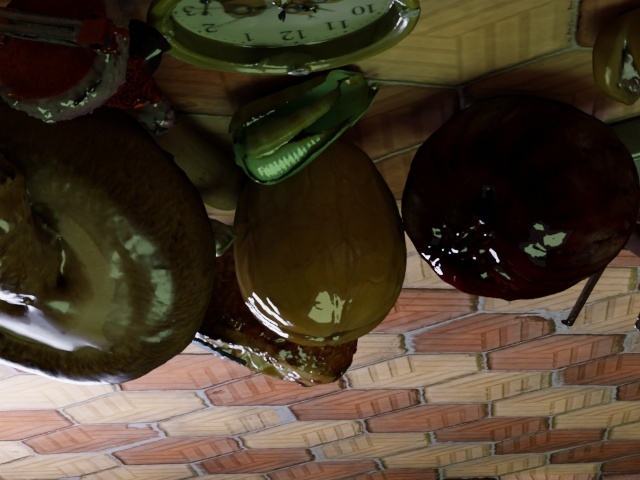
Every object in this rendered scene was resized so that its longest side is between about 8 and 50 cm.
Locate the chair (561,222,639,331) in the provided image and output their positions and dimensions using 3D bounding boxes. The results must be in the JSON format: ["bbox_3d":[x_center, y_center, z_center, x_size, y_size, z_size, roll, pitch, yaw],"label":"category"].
[{"bbox_3d":[0.475,0.010,2.420,0.175,0.183,0.326,9,112,-40],"label":"chair"}]

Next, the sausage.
[{"bbox_3d":[-0.140,-0.089,1.945,0.066,0.066,0.301,-12,160,16],"label":"sausage"}]

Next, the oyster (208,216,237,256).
[{"bbox_3d":[-0.247,-0.030,2.023,0.354,0.107,0.201,10,164,17],"label":"oyster"}]

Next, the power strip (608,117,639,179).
[{"bbox_3d":[0.404,-0.116,2.092,0.272,0.052,0.078,-17,160,25],"label":"power strip"}]

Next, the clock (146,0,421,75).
[{"bbox_3d":[-0.033,-0.205,1.628,0.237,0.057,0.237,-4,163,-1],"label":"clock"}]

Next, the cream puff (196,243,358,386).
[{"bbox_3d":[-0.059,0.085,2.339,0.240,0.164,0.240,14,164,4],"label":"cream puff"}]

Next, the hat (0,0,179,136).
[{"bbox_3d":[-0.175,-0.143,1.627,0.140,0.129,0.227,-12,160,24],"label":"hat"}]

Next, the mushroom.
[{"bbox_3d":[-0.257,-0.006,1.801,0.239,0.345,0.345,-39,176,-26],"label":"mushroom"}]

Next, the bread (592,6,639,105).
[{"bbox_3d":[0.365,-0.186,1.801,0.225,0.081,0.134,-16,159,28],"label":"bread"}]

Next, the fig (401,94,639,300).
[{"bbox_3d":[0.216,-0.046,1.984,0.263,0.224,0.224,-1,162,-24],"label":"fig"}]

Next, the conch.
[{"bbox_3d":[-0.025,-0.120,1.883,0.170,0.079,0.106,-33,159,24],"label":"conch"}]

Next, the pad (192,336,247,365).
[{"bbox_3d":[-0.248,0.070,2.219,0.270,0.012,0.269,20,172,36],"label":"pad"}]

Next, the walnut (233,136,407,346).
[{"bbox_3d":[0.000,0.000,2.002,0.193,0.225,0.193,-5,147,-3],"label":"walnut"}]
